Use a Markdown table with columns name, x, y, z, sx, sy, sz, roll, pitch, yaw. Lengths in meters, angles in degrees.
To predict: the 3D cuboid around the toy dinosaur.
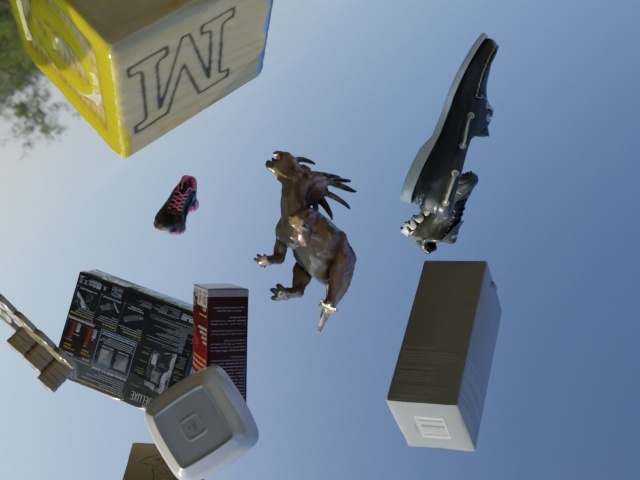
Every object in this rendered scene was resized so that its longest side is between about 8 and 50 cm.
| name | x | y | z | sx | sy | sz | roll | pitch | yaw |
| --- | --- | --- | --- | --- | --- | --- | --- | --- | --- |
| toy dinosaur | 0.000 | 0.000 | 1.215 | 0.127 | 0.295 | 0.200 | -9 | -155 | 35 |

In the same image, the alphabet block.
| name | x | y | z | sx | sy | sz | roll | pitch | yaw |
| --- | --- | --- | --- | --- | --- | --- | --- | --- | --- |
| alphabet block | -0.184 | -0.238 | 0.764 | 0.197 | 0.192 | 0.193 | -39 | 165 | -24 |

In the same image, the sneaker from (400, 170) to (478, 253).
| name | x | y | z | sx | sy | sz | roll | pitch | yaw |
| --- | --- | --- | --- | --- | --- | --- | --- | --- | --- |
| sneaker | 0.273 | -0.051 | 1.587 | 0.078 | 0.106 | 0.234 | -19 | 159 | -45 |

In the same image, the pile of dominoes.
| name | x | y | z | sx | sy | sz | roll | pitch | yaw |
| --- | --- | --- | --- | --- | --- | --- | --- | --- | --- |
| pile of dominoes | -0.415 | 0.094 | 0.934 | 0.040 | 0.251 | 0.196 | -49 | -172 | -24 |

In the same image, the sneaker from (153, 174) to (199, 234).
| name | x | y | z | sx | sy | sz | roll | pitch | yaw |
| --- | --- | --- | --- | --- | --- | --- | --- | --- | --- |
| sneaker | -0.195 | -0.052 | 1.020 | 0.119 | 0.047 | 0.057 | -79 | -174 | -59 |

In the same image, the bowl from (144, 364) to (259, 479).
| name | x | y | z | sx | sy | sz | roll | pitch | yaw |
| --- | --- | --- | --- | --- | --- | --- | --- | --- | --- |
| bowl | -0.176 | 0.265 | 1.066 | 0.142 | 0.142 | 0.053 | -32 | 170 | 1 |

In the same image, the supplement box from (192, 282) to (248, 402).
| name | x | y | z | sx | sy | sz | roll | pitch | yaw |
| --- | --- | --- | --- | --- | --- | --- | --- | --- | --- |
| supplement box | -0.172 | 0.195 | 1.255 | 0.130 | 0.073 | 0.239 | -179 | -91 | -70 |

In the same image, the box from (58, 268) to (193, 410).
| name | x | y | z | sx | sy | sz | roll | pitch | yaw |
| --- | --- | --- | --- | --- | --- | --- | --- | --- | --- |
| box | -0.412 | 0.226 | 1.635 | 0.076 | 0.308 | 0.242 | -8 | 116 | -78 |

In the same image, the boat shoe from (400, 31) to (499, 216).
| name | x | y | z | sx | sy | sz | roll | pitch | yaw |
| --- | --- | --- | --- | --- | --- | --- | --- | --- | --- |
| boat shoe | 0.233 | -0.186 | 1.217 | 0.302 | 0.091 | 0.114 | -67 | 169 | 9 |

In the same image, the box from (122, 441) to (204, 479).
| name | x | y | z | sx | sy | sz | roll | pitch | yaw |
| --- | --- | --- | --- | --- | --- | --- | --- | --- | --- |
| box | -0.324 | 0.481 | 1.552 | 0.201 | 0.165 | 0.021 | -116 | -146 | -77 |

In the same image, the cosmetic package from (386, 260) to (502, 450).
| name | x | y | z | sx | sy | sz | roll | pitch | yaw |
| --- | --- | --- | --- | --- | --- | --- | --- | --- | --- |
| cosmetic package | 0.177 | 0.152 | 1.024 | 0.107 | 0.127 | 0.238 | -2 | -134 | 25 |
